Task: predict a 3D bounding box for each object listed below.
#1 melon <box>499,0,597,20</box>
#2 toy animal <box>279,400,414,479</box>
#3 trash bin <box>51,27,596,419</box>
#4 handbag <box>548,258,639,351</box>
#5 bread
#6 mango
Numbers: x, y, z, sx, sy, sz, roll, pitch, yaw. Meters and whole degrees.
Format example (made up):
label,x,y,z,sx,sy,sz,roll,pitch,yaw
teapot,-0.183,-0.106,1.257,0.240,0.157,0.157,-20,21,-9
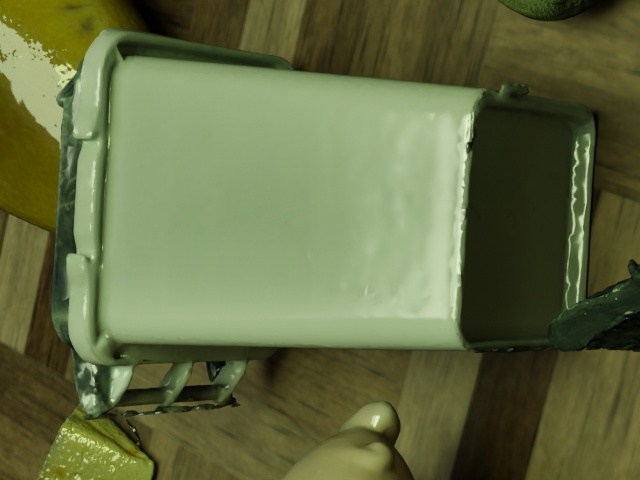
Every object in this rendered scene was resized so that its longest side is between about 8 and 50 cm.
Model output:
label,x,y,z,sx,sy,sz,roll,pitch,yaw
melon,0.151,-0.213,1.304,0.098,0.098,0.130,-50,56,31
toy animal,0.046,0.293,1.323,0.247,0.277,0.345,32,122,10
trash bin,0.000,0.000,1.359,0.368,0.256,0.296,4,90,36
handbag,0.277,-0.002,1.120,0.270,0.175,0.088,-38,64,34
bread,-0.191,0.200,1.676,0.109,0.080,0.084,24,108,5
mango,-0.259,-0.136,1.637,0.365,0.182,0.253,46,125,30
